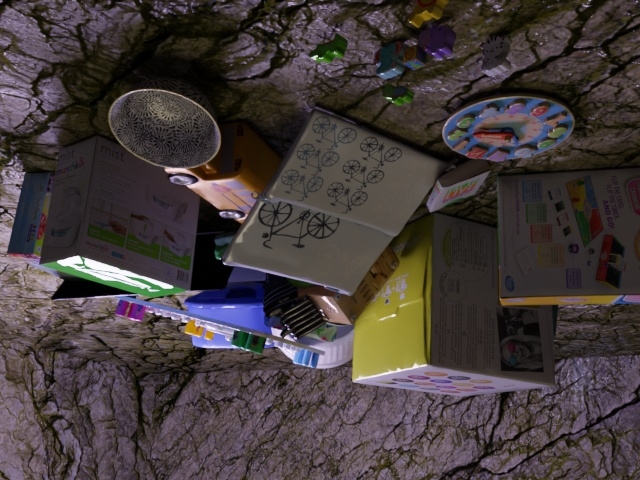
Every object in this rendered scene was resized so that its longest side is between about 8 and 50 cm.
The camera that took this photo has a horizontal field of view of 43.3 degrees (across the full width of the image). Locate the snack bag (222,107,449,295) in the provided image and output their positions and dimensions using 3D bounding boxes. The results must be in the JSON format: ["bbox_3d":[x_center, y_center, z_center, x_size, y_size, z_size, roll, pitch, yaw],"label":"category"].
[{"bbox_3d":[0.024,-0.048,1.425,0.323,0.037,0.342,16,120,-37],"label":"snack bag"}]

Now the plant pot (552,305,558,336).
[{"bbox_3d":[0.494,0.172,2.161,0.234,0.165,0.165,12,162,-3],"label":"plant pot"}]

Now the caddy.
[{"bbox_3d":[-0.226,0.204,2.343,0.341,0.179,0.241,-1,-174,13],"label":"caddy"}]

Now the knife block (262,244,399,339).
[{"bbox_3d":[0.008,0.099,1.779,0.242,0.275,0.088,4,136,50],"label":"knife block"}]

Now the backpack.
[{"bbox_3d":[-0.032,0.125,1.965,0.225,0.191,0.253,15,-163,-7],"label":"backpack"}]

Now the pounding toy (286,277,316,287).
[{"bbox_3d":[0.000,0.000,1.730,0.237,0.183,0.110,-9,126,41],"label":"pounding toy"}]

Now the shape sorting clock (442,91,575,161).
[{"bbox_3d":[0.298,-0.176,1.284,0.206,0.040,0.206,2,163,1],"label":"shape sorting clock"}]

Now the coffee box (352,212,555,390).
[{"bbox_3d":[0.296,0.165,1.857,0.334,0.338,0.338,12,160,-24],"label":"coffee box"}]

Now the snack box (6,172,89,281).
[{"bbox_3d":[-0.544,-0.024,1.673,0.070,0.174,0.207,1,163,16],"label":"snack box"}]

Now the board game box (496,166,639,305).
[{"bbox_3d":[0.483,-0.006,1.456,0.317,0.242,0.064,-2,163,16],"label":"board game box"}]

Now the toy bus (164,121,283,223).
[{"bbox_3d":[-0.145,-0.117,1.424,0.130,0.108,0.333,-4,161,21],"label":"toy bus"}]

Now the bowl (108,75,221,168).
[{"bbox_3d":[-0.226,-0.193,1.219,0.170,0.080,0.170,6,143,4],"label":"bowl"}]

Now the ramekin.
[{"bbox_3d":[0.003,0.195,2.149,0.273,0.272,0.127,4,151,-2],"label":"ramekin"}]

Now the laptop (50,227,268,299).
[{"bbox_3d":[-0.348,0.108,1.893,0.382,0.236,0.408,-3,151,9],"label":"laptop"}]

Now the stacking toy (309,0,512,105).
[{"bbox_3d":[0.121,-0.253,1.066,0.221,0.052,0.167,-12,155,43],"label":"stacking toy"}]

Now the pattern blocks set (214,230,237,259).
[{"bbox_3d":[-0.057,-0.027,1.610,0.325,0.026,0.285,-16,-167,-9],"label":"pattern blocks set"}]

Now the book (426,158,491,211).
[{"bbox_3d":[0.249,-0.100,1.478,0.096,0.035,0.144,-24,166,-6],"label":"book"}]

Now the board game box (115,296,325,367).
[{"bbox_3d":[-0.234,0.223,1.933,0.390,0.050,0.390,12,171,24],"label":"board game box"}]

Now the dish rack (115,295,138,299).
[{"bbox_3d":[-0.499,0.101,2.221,0.272,0.074,0.208,-7,160,28],"label":"dish rack"}]

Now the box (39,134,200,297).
[{"bbox_3d":[-0.363,-0.038,1.509,0.127,0.231,0.262,-11,158,37],"label":"box"}]
